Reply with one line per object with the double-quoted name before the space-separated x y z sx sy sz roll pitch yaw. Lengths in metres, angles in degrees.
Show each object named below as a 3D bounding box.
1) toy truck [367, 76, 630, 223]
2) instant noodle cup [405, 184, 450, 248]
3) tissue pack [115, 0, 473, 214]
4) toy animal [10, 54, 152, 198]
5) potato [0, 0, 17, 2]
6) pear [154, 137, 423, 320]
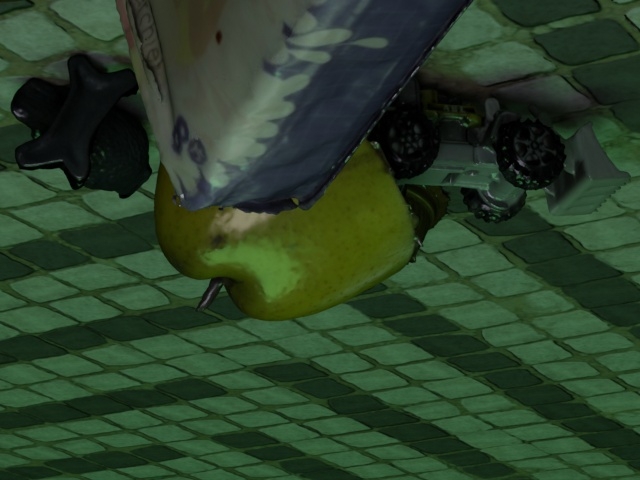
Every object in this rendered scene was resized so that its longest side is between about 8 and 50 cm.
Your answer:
"toy truck" 0.134 -0.084 1.703 0.286 0.111 0.136 5 160 -13
"instant noodle cup" 0.000 0.000 1.952 0.274 0.090 0.274 1 159 0
"tissue pack" -0.010 -0.198 1.158 0.125 0.242 0.343 -1 149 -31
"toy animal" -0.227 -0.090 1.747 0.117 0.121 0.210 18 167 9
"potato" -0.253 -0.261 1.143 0.359 0.219 0.270 -8 142 38
"pear" -0.060 -0.029 1.631 0.267 0.178 0.267 35 149 25
